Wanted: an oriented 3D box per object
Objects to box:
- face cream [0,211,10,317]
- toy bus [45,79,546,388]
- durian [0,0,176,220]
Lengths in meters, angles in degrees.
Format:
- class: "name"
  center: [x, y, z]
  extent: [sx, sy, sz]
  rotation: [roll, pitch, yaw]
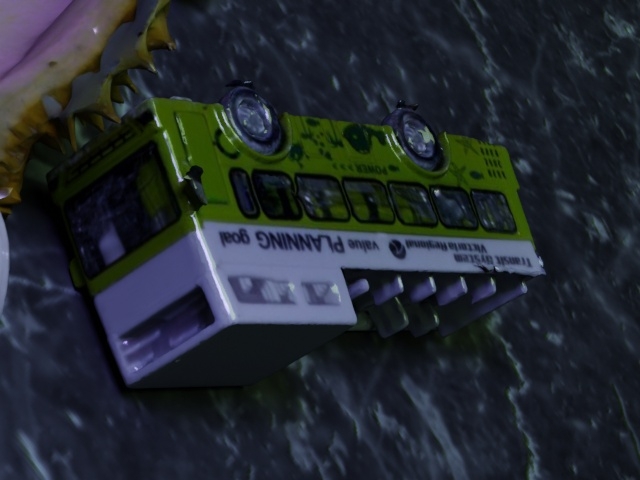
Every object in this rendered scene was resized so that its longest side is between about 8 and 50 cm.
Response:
- class: "face cream"
  center: [-0.246, 0.003, 0.780]
  extent: [0.214, 0.096, 0.096]
  rotation: [15, 51, -40]
- class: "toy bus"
  center: [0.000, 0.000, 1.041]
  extent: [0.302, 0.113, 0.139]
  rotation: [2, 64, -47]
- class: "durian"
  center: [-0.146, -0.166, 0.950]
  extent: [0.185, 0.196, 0.305]
  rotation: [9, 53, -51]
